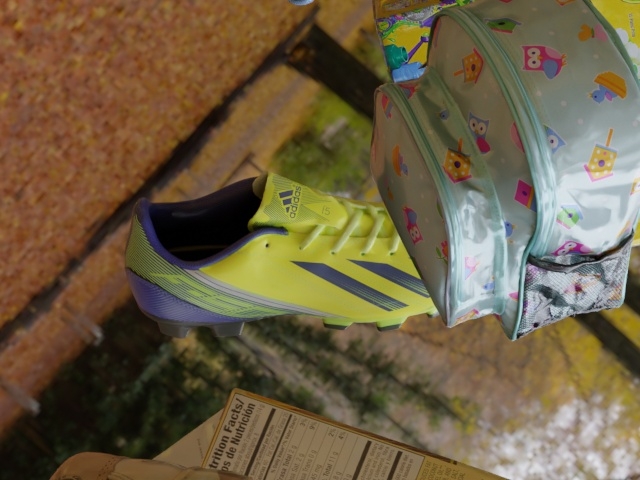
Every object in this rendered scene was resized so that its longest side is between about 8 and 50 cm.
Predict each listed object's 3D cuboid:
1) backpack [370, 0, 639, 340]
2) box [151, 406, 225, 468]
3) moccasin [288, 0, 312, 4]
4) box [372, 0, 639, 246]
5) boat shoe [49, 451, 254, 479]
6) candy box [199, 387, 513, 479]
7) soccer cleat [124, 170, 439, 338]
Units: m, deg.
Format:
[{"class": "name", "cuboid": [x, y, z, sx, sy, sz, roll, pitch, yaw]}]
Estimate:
[{"class": "backpack", "cuboid": [0.109, -0.050, 0.702, 0.144, 0.166, 0.188, -11, 146, -16]}, {"class": "box", "cuboid": [-0.086, 0.285, 1.169, 0.182, 0.119, 0.181, -37, -132, 21]}, {"class": "moccasin", "cuboid": [-0.080, -0.228, 0.859, 0.138, 0.342, 0.116, 18, -72, 62]}, {"class": "box", "cuboid": [0.218, -0.143, 1.187, 0.279, 0.290, 0.177, -12, -153, 8]}, {"class": "boat shoe", "cuboid": [-0.128, 0.227, 0.475, 0.341, 0.110, 0.121, -61, 156, -47]}, {"class": "candy box", "cuboid": [0.085, 0.215, 0.912, 0.087, 0.316, 0.183, -68, 152, -16]}, {"class": "soccer cleat", "cuboid": [0.000, 0.001, 0.893, 0.093, 0.289, 0.121, -102, -173, -53]}]
